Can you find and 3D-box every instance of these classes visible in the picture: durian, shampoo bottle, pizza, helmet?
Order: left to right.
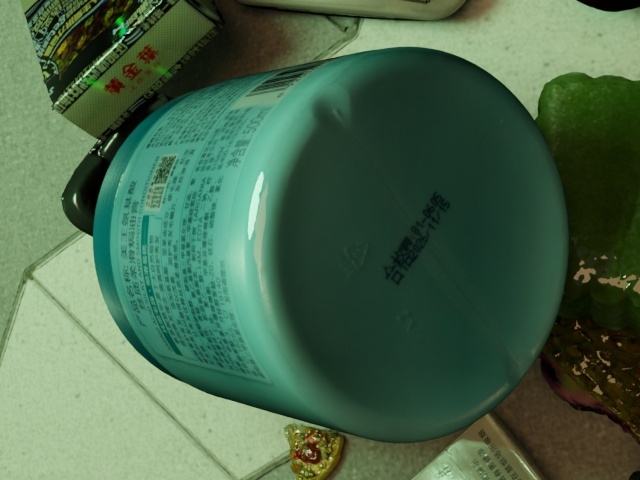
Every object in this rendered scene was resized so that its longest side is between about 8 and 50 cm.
[{"bbox_3d":[-0.171,-0.058,1.201,0.189,0.193,0.216,-22,80,39],"label":"helmet"},{"bbox_3d":[-0.018,0.243,1.216,0.078,0.025,0.083,36,101,17],"label":"pizza"},{"bbox_3d":[0.000,0.000,0.986,0.342,0.331,0.331,1,87,59],"label":"shampoo bottle"},{"bbox_3d":[0.288,0.120,1.057,0.186,0.108,0.119,42,103,20],"label":"durian"}]

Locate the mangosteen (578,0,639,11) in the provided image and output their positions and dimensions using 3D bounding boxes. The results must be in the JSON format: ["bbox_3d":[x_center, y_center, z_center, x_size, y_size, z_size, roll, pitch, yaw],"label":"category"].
[{"bbox_3d":[0.293,-0.304,1.070,0.152,0.152,0.152,-1,87,21],"label":"mangosteen"}]

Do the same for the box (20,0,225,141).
[{"bbox_3d":[-0.246,-0.287,1.236,0.198,0.084,0.310,-40,47,15],"label":"box"}]

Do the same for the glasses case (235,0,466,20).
[{"bbox_3d":[0.026,-0.316,1.201,0.314,0.075,0.122,10,92,22],"label":"glasses case"}]

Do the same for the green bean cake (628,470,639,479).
[{"bbox_3d":[0.371,0.301,0.941,0.132,0.255,0.241,-22,75,17],"label":"green bean cake"}]

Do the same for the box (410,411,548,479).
[{"bbox_3d":[0.144,0.287,1.132,0.198,0.029,0.109,-45,56,14],"label":"box"}]

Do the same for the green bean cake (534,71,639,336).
[{"bbox_3d":[0.299,-0.030,1.025,0.222,0.125,0.248,13,69,20],"label":"green bean cake"}]
